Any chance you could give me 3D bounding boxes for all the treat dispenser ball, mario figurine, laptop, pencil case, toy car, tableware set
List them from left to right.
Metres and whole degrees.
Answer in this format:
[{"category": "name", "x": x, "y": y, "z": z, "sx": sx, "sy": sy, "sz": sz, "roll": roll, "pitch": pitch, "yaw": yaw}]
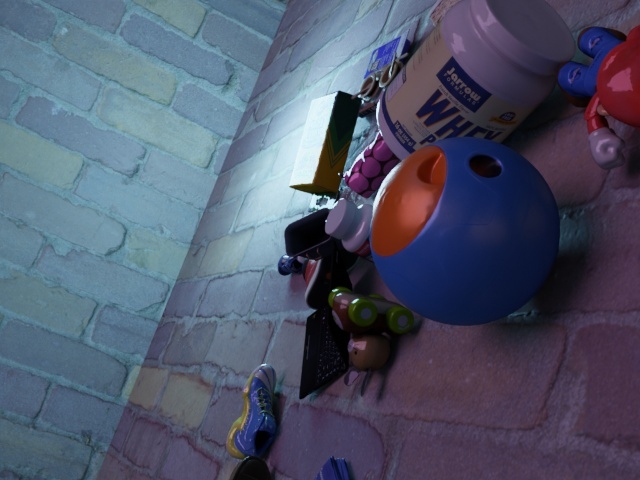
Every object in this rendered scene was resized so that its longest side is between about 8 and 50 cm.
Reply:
[{"category": "laptop", "x": -0.006, "y": 0.179, "z": 1.780, "sx": 0.264, "sy": 0.136, "sz": 0.234, "roll": -40, "pitch": 31, "yaw": 37}, {"category": "toy car", "x": 0.080, "y": 0.201, "z": 1.566, "sx": 0.155, "sy": 0.149, "sz": 0.188, "roll": -159, "pitch": 82, "yaw": -72}, {"category": "pencil case", "x": 0.139, "y": -0.206, "z": 1.944, "sx": 0.209, "sy": 0.095, "sz": 0.098, "roll": -49, "pitch": 25, "yaw": 31}, {"category": "tableware set", "x": 0.151, "y": -0.420, "z": 2.108, "sx": 0.194, "sy": 0.039, "sz": 0.128, "roll": -15, "pitch": 55, "yaw": 63}, {"category": "treat dispenser ball", "x": 0.218, "y": -0.014, "z": 1.234, "sx": 0.288, "sy": 0.288, "sz": 0.288, "roll": -51, "pitch": 24, "yaw": 34}, {"category": "mario figurine", "x": 0.461, "y": -0.219, "z": 1.179, "sx": 0.320, "sy": 0.170, "sz": 0.198, "roll": -90, "pitch": -6, "yaw": -69}]

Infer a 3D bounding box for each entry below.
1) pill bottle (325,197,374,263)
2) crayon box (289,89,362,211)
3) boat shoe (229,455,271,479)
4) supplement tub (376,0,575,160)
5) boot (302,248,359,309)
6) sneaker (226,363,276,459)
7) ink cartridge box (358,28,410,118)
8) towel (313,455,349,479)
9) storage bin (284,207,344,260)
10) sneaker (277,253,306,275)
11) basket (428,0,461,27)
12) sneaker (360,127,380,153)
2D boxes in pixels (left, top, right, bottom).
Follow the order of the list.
[{"category": "pill bottle", "x": 0.106, "y": -0.013, "z": 1.668, "sx": 0.108, "sy": 0.180, "sz": 0.108, "roll": -51, "pitch": 24, "yaw": 34}, {"category": "crayon box", "x": 0.006, "y": -0.246, "z": 2.266, "sx": 0.203, "sy": 0.083, "sz": 0.323, "roll": 4, "pitch": 79, "yaw": 68}, {"category": "boat shoe", "x": -0.184, "y": 0.623, "z": 1.745, "sx": 0.104, "sy": 0.110, "sz": 0.307, "roll": -42, "pitch": 30, "yaw": 44}, {"category": "supplement tub", "x": 0.276, "y": -0.287, "z": 1.466, "sx": 0.325, "sy": 0.235, "sz": 0.235, "roll": -49, "pitch": 25, "yaw": 44}, {"category": "boot", "x": 0.024, "y": 0.028, "z": 1.968, "sx": 0.244, "sy": 0.088, "sz": 0.176, "roll": -60, "pitch": 19, "yaw": 23}, {"category": "sneaker", "x": -0.136, "y": 0.417, "z": 1.940, "sx": 0.126, "sy": 0.091, "sz": 0.240, "roll": -3, "pitch": 61, "yaw": 47}, {"category": "ink cartridge box", "x": 0.177, "y": -0.451, "z": 2.195, "sx": 0.208, "sy": 0.045, "sz": 0.206, "roll": -9, "pitch": 59, "yaw": 66}, {"category": "towel", "x": -0.021, "y": 0.598, "z": 1.497, "sx": 0.336, "sy": 0.040, "sz": 0.243, "roll": -60, "pitch": 22, "yaw": 18}, {"category": "storage bin", "x": 0.000, "y": 0.000, "z": 1.819, "sx": 0.135, "sy": 0.091, "sz": 0.098, "roll": -26, "pitch": 58, "yaw": 32}, {"category": "sneaker", "x": -0.078, "y": 0.066, "z": 2.218, "sx": 0.144, "sy": 0.053, "sz": 0.059, "roll": -44, "pitch": 31, "yaw": 47}, {"category": "basket", "x": 0.336, "y": -0.518, "z": 1.789, "sx": 0.167, "sy": 0.113, "sz": 0.103, "roll": -50, "pitch": 29, "yaw": 34}, {"category": "sneaker", "x": 0.153, "y": -0.240, "z": 2.023, "sx": 0.158, "sy": 0.061, "sz": 0.065, "roll": -57, "pitch": -6, "yaw": 17}]
